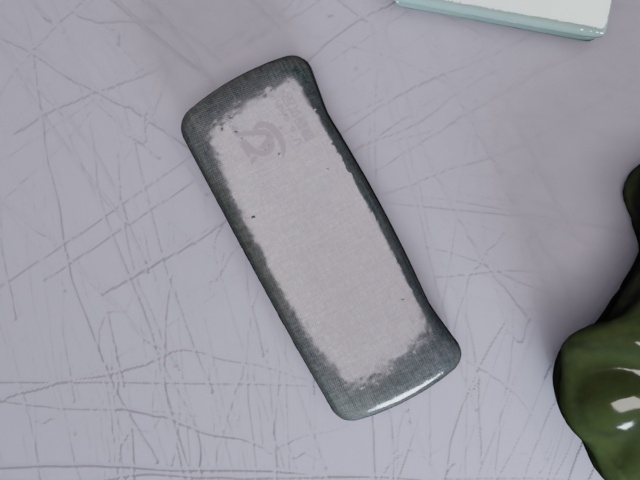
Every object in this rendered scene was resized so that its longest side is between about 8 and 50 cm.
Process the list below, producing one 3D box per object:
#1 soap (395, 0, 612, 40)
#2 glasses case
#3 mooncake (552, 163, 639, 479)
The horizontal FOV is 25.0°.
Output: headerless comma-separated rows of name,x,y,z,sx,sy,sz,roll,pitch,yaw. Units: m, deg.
soap,0.159,-0.251,1.261,0.198,0.066,0.119,10,94,0
glasses case,0.000,0.000,1.283,0.131,0.074,0.323,-28,94,2
mooncake,0.373,0.087,1.232,0.351,0.187,0.351,0,93,0
